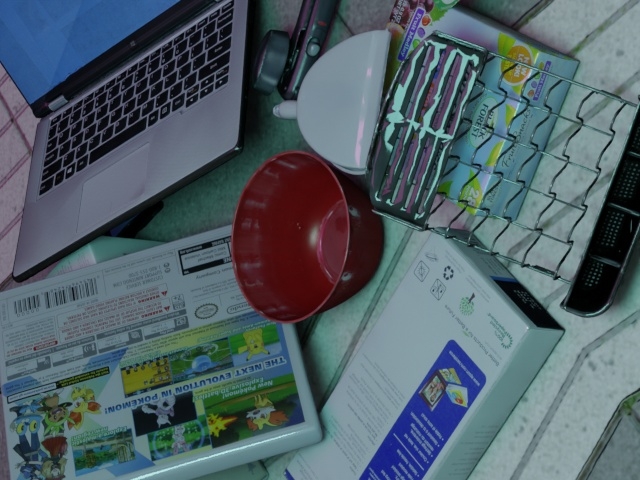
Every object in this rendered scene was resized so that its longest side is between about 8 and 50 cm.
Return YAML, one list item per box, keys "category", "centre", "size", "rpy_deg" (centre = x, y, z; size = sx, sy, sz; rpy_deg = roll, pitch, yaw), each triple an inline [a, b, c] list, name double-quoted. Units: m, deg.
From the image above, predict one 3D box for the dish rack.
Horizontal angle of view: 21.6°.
- category: "dish rack"
  centre: [0.176, -0.071, 1.554]
  size: [0.271, 0.074, 0.208]
  rpy_deg: [22, 103, 13]

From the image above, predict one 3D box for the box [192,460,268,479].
- category: "box"
  centre: [-0.221, 0.308, 1.922]
  size: [0.311, 0.148, 0.121]
  rpy_deg: [-35, 88, 37]

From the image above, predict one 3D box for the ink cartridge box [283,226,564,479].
- category: "ink cartridge box"
  centre: [0.097, 0.166, 1.690]
  size: [0.165, 0.065, 0.333]
  rpy_deg: [50, 118, 37]

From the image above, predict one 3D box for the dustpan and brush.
- category: "dustpan and brush"
  centre: [0.006, -0.141, 1.738]
  size: [0.211, 0.060, 0.147]
  rpy_deg: [4, 84, 45]

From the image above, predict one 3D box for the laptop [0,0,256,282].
- category: "laptop"
  centre: [-0.289, -0.232, 1.943]
  size: [0.382, 0.236, 0.408]
  rpy_deg: [-28, 44, 34]

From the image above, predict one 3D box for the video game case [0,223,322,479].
- category: "video game case"
  centre: [-0.185, 0.135, 1.815]
  size: [0.329, 0.036, 0.300]
  rpy_deg: [-16, 51, 1]

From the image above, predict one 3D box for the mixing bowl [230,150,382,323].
- category: "mixing bowl"
  centre: [0.000, 0.000, 1.782]
  size: [0.181, 0.098, 0.181]
  rpy_deg: [-7, 81, 46]

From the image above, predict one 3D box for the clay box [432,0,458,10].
- category: "clay box"
  centre: [0.155, -0.343, 1.629]
  size: [0.222, 0.053, 0.127]
  rpy_deg: [-45, 54, 22]

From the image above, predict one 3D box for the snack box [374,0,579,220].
- category: "snack box"
  centre: [0.137, -0.140, 1.678]
  size: [0.207, 0.070, 0.174]
  rpy_deg: [33, 109, 42]

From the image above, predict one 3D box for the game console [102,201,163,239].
- category: "game console"
  centre: [-0.257, -0.024, 2.068]
  size: [0.122, 0.071, 0.107]
  rpy_deg: [-45, 56, 33]

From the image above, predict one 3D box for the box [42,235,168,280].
- category: "box"
  centre: [-0.264, 0.080, 2.022]
  size: [0.170, 0.130, 0.091]
  rpy_deg: [-44, 56, 34]

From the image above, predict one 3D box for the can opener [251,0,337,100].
- category: "can opener"
  centre: [-0.011, -0.240, 1.851]
  size: [0.059, 0.073, 0.186]
  rpy_deg: [31, 99, 51]
